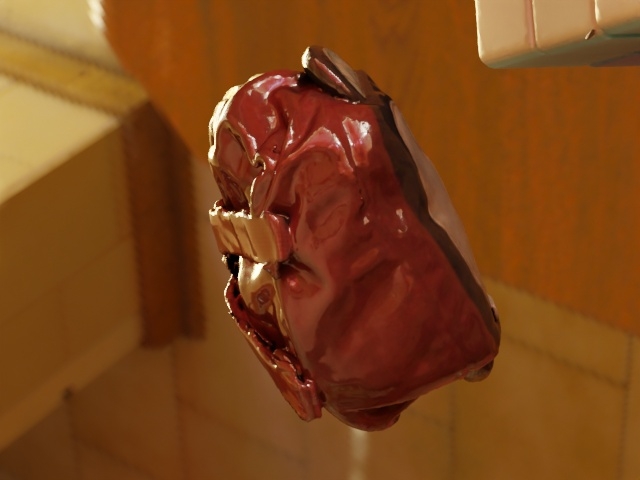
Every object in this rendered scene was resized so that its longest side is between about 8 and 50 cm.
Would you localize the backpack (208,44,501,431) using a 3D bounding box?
[{"bbox_3d":[0.002,-0.001,1.085,0.229,0.139,0.229,58,171,14],"label":"backpack"}]

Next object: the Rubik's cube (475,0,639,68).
[{"bbox_3d":[0.296,-0.290,1.410,0.291,0.290,0.291,169,96,-67],"label":"Rubik's cube"}]
